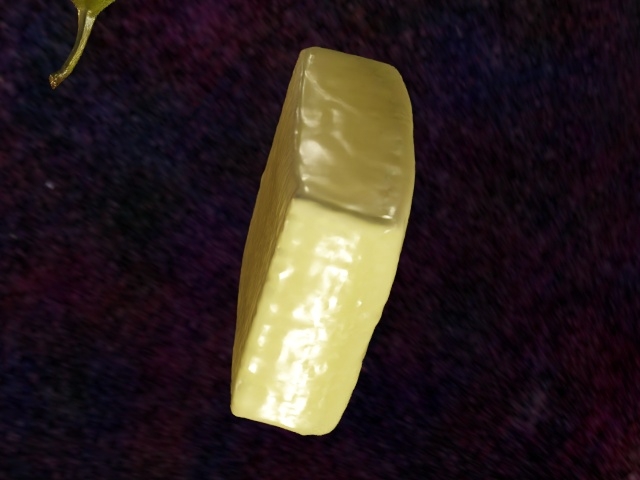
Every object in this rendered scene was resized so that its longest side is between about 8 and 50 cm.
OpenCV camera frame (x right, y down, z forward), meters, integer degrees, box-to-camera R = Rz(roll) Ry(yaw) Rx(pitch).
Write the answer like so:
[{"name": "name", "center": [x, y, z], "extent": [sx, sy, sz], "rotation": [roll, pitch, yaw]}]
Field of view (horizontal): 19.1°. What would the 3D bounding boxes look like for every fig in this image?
[{"name": "fig", "center": [-0.193, -0.214, 1.513], "extent": [0.093, 0.093, 0.166], "rotation": [38, 108, 16]}]

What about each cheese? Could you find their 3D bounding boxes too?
[{"name": "cheese", "center": [0.000, 0.000, 1.717], "extent": [0.124, 0.265, 0.242], "rotation": [9, 40, -11]}]
